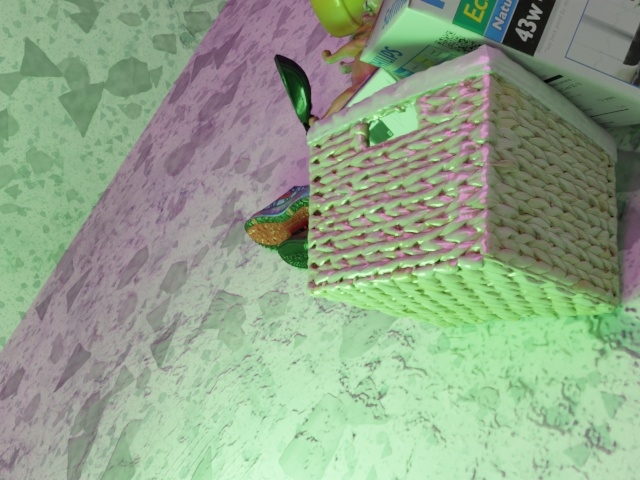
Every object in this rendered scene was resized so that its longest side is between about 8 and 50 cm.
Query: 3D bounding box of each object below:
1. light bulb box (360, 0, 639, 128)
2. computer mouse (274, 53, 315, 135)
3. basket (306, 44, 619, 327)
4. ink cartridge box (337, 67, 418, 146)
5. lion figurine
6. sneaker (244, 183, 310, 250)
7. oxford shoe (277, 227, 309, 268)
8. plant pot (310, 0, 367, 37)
[{"bbox_3d":[0.282,-0.318,0.938,0.358,0.361,0.225,-138,68,-82],"label":"light bulb box"},{"bbox_3d":[-0.047,-0.366,1.687,0.060,0.262,0.184,-21,33,5],"label":"computer mouse"},{"bbox_3d":[0.194,-0.039,0.932,0.328,0.331,0.266,-14,66,46],"label":"basket"},{"bbox_3d":[0.157,-0.291,1.306,0.223,0.129,0.307,-52,8,-23],"label":"ink cartridge box"},{"bbox_3d":[0.113,-0.404,1.624,0.240,0.142,0.392,-13,64,37],"label":"lion figurine"},{"bbox_3d":[-0.061,-0.063,1.553,0.262,0.104,0.125,-19,28,36],"label":"sneaker"},{"bbox_3d":[0.000,0.000,1.422,0.227,0.083,0.096,-18,27,43],"label":"oxford shoe"},{"bbox_3d":[0.116,-0.701,1.794,0.239,0.254,0.254,-11,50,29],"label":"plant pot"}]
